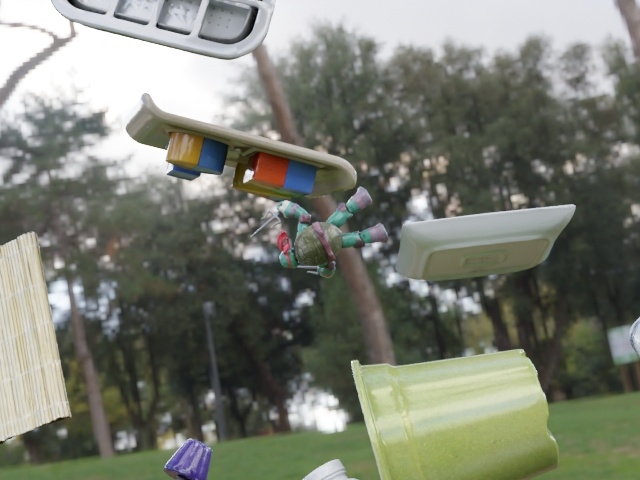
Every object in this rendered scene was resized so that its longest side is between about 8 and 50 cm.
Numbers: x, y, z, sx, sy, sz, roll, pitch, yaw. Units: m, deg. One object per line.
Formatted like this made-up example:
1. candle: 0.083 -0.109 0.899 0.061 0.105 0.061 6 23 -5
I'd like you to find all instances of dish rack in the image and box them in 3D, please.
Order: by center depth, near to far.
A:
1. dish rack: -0.179 -0.393 1.617 0.285 0.333 0.072 14 -19 2

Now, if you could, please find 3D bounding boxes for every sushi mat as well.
1. sushi mat: -0.461 0.143 1.798 0.151 0.316 0.019 -24 -28 12

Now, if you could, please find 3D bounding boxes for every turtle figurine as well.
1. turtle figurine: 0.000 0.000 2.282 0.234 0.175 0.118 -24 24 -6

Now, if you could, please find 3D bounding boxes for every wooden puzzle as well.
1. wooden puzzle: -0.144 -0.125 1.952 0.348 0.080 0.322 19 -6 -13

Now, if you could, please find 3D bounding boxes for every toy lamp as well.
1. toy lamp: -0.259 0.461 2.026 0.080 0.274 0.080 20 -25 10

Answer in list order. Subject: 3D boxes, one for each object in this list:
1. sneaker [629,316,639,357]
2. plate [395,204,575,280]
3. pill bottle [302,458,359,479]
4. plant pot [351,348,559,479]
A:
1. sneaker: 0.519 0.148 1.487 0.296 0.112 0.131 21 8 -10
2. plate: 0.269 0.014 2.036 0.277 0.045 0.278 -7 -16 -1
3. pill bottle: 0.040 0.385 1.674 0.087 0.160 0.087 -30 -19 -12
4. plant pot: 0.201 0.275 1.782 0.254 0.276 0.276 -16 -11 1
